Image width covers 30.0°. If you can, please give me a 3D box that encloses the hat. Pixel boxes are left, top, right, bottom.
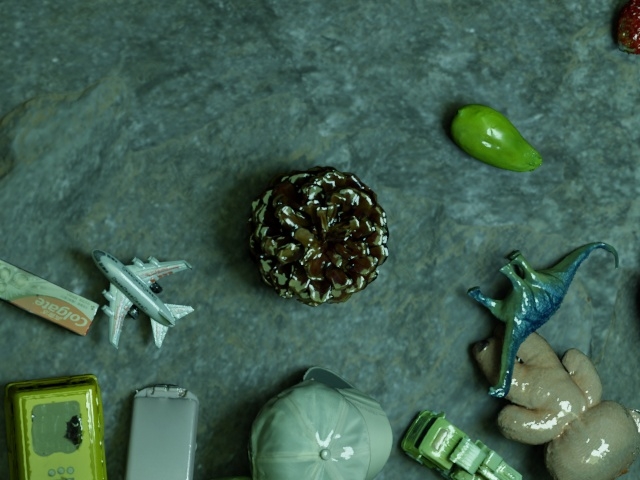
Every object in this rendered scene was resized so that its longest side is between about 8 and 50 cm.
[{"bbox_3d":[0.018,0.309,1.759,0.275,0.161,0.232,9,87,-51],"label":"hat"}]

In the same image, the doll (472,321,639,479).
[{"bbox_3d":[0.367,0.266,1.901,0.201,0.156,0.303,-36,70,-16],"label":"doll"}]

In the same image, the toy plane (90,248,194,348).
[{"bbox_3d":[-0.271,0.073,1.742,0.171,0.065,0.162,44,78,-8],"label":"toy plane"}]

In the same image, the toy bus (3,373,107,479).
[{"bbox_3d":[-0.363,0.360,1.660,0.145,0.151,0.331,-5,90,-16],"label":"toy bus"}]

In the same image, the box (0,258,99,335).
[{"bbox_3d":[-0.426,0.071,1.710,0.218,0.039,0.055,27,80,-13],"label":"box"}]

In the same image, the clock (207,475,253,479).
[{"bbox_3d":[-0.142,0.509,1.703,0.235,0.096,0.308,-27,98,-45],"label":"clock"}]

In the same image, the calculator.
[{"bbox_3d":[-0.230,0.293,1.733,0.100,0.032,0.175,3,68,1],"label":"calculator"}]

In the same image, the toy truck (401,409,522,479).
[{"bbox_3d":[0.228,0.346,1.849,0.191,0.116,0.085,38,77,-12],"label":"toy truck"}]

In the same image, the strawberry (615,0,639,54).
[{"bbox_3d":[0.531,-0.354,1.977,0.106,0.106,0.106,1,88,-16],"label":"strawberry"}]

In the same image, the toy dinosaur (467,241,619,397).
[{"bbox_3d":[0.334,0.085,1.893,0.147,0.076,0.363,49,60,-5],"label":"toy dinosaur"}]

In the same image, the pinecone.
[{"bbox_3d":[0.000,0.000,1.751,0.221,0.221,0.221,1,88,-16],"label":"pinecone"}]

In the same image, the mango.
[{"bbox_3d":[0.279,-0.154,1.897,0.165,0.091,0.074,31,69,-12],"label":"mango"}]
